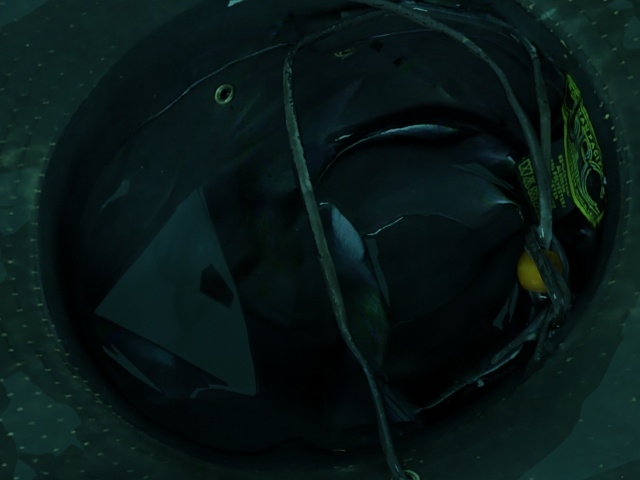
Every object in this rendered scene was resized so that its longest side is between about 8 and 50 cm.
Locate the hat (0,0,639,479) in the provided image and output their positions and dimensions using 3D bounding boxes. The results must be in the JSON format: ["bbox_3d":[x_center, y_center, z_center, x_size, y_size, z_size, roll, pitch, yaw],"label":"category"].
[{"bbox_3d":[0.000,0.000,0.700,0.331,0.134,0.331,0,75,0],"label":"hat"}]
